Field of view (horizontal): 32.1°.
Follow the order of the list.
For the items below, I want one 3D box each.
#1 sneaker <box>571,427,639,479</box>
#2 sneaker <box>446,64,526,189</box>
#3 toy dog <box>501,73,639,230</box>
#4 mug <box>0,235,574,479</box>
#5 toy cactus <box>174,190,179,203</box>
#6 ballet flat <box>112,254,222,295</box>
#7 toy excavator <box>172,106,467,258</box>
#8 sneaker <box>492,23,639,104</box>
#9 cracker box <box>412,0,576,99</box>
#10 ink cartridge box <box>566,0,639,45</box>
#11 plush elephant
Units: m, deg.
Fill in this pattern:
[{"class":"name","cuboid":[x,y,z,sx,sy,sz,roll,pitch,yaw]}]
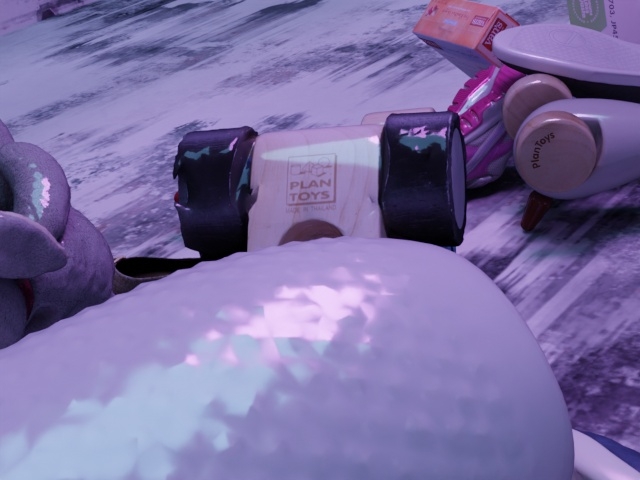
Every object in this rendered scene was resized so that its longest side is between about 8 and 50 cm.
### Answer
[{"class":"sneaker","cuboid":[0.262,0.197,0.632,0.148,0.131,0.350,-17,29,-31]},{"class":"sneaker","cuboid":[0.164,-0.100,1.363,0.252,0.111,0.103,-34,31,1]},{"class":"toy dog","cuboid":[0.342,-0.068,1.202,0.334,0.161,0.220,17,30,21]},{"class":"mug","cuboid":[-0.012,0.181,0.606,0.328,0.276,0.374,-26,63,-18]},{"class":"toy cactus","cuboid":[-0.054,-0.052,1.374,0.219,0.112,0.180,-19,43,-24]},{"class":"ballet flat","cuboid":[-0.162,0.034,1.242,0.250,0.058,0.084,3,26,28]},{"class":"toy excavator","cuboid":[0.042,0.011,1.035,0.222,0.445,0.432,-4,69,13]},{"class":"sneaker","cuboid":[0.334,-0.162,1.319,0.296,0.146,0.104,10,41,-5]},{"class":"cracker box","cuboid":[0.253,-0.231,1.477,0.067,0.232,0.156,-58,32,2]},{"class":"ink cartridge box","cuboid":[0.485,-0.256,1.395,0.119,0.207,0.353,-24,19,-30]},{"class":"plush elephant","cuboid":[-0.325,0.046,1.025,0.330,0.271,0.255,28,12,21]}]
